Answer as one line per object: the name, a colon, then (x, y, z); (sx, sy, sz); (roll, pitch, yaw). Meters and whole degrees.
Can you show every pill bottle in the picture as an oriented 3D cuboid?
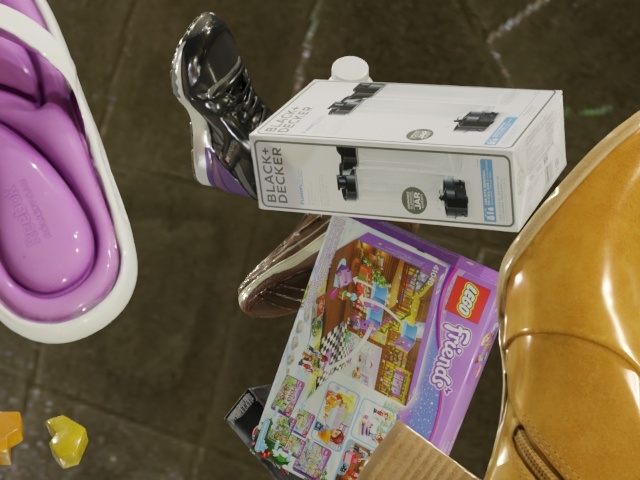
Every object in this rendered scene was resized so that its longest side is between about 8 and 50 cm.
pill bottle: (0.039, -0.181, 1.909); (0.065, 0.116, 0.065); (0, 48, 0)

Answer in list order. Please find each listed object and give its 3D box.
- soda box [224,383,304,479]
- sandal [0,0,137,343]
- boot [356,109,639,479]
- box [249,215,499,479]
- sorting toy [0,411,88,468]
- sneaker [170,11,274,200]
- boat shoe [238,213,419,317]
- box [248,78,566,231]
soda box: (-0.031, 0.244, 1.689); (0.169, 0.060, 0.053); (48, 115, 23)
sandal: (-0.263, -0.117, 1.129); (0.169, 0.102, 0.416); (-33, 74, -8)
boot: (0.174, 0.092, 0.759); (0.211, 0.104, 0.295); (35, 88, 24)
box: (0.063, 0.136, 1.557); (0.201, 0.057, 0.293); (26, 106, 21)
sorting toy: (-0.284, 0.286, 1.415); (0.229, 0.041, 0.307); (-1, 36, 9)
sneaker: (-0.093, -0.159, 1.788); (0.124, 0.283, 0.107); (23, 60, 22)
boat shoe: (0.005, 0.003, 1.800); (0.257, 0.095, 0.095); (-30, 53, 19)
box: (0.091, -0.093, 1.518); (0.289, 0.169, 0.087); (6, 119, 27)
